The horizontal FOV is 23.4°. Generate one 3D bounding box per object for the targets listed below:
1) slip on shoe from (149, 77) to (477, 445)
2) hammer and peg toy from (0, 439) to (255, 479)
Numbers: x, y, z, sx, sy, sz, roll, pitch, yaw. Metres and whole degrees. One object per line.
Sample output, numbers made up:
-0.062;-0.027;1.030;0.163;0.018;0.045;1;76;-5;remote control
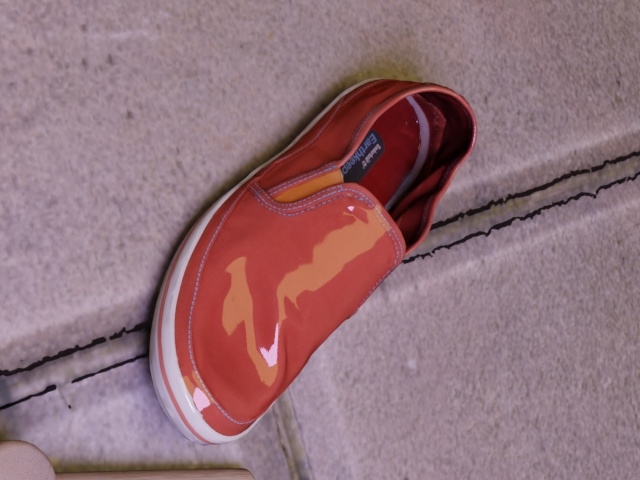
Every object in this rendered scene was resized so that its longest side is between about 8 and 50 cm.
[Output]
0.000;0.000;1.028;0.331;0.101;0.123;-51;117;-35;slip on shoe
-0.085;0.276;0.877;0.266;0.127;0.361;-10;89;-43;hammer and peg toy
